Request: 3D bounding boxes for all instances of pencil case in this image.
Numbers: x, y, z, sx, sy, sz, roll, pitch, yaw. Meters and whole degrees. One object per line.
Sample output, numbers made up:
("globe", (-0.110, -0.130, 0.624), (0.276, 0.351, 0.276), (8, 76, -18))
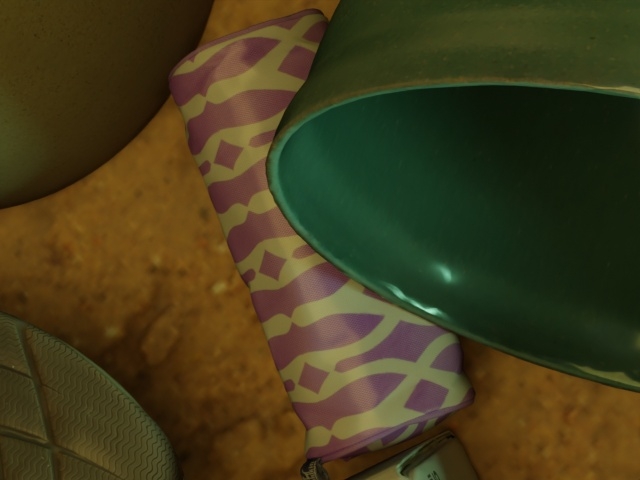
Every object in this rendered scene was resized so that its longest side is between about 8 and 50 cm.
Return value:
("pencil case", (0.000, 0.000, 0.863), (0.086, 0.088, 0.206), (-18, 86, -14))

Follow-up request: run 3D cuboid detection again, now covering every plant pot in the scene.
("plant pot", (-0.207, -0.151, 0.862), (0.284, 0.191, 0.284), (1, 93, 17))
("plant pot", (0.145, -0.075, 0.733), (0.293, 0.293, 0.196), (11, 71, 16))

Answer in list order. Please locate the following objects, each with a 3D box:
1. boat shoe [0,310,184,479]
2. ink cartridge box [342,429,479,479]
("boat shoe", (-0.202, 0.089, 0.910), (0.324, 0.116, 0.123), (14, 77, 22))
("ink cartridge box", (-0.023, 0.234, 0.859), (0.273, 0.115, 0.198), (-28, 86, 16))
